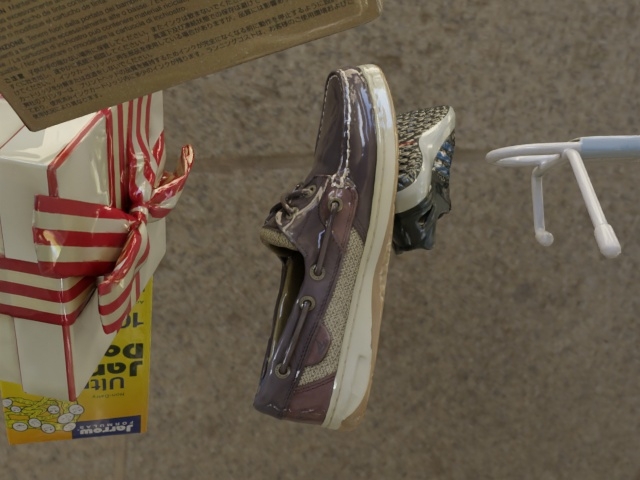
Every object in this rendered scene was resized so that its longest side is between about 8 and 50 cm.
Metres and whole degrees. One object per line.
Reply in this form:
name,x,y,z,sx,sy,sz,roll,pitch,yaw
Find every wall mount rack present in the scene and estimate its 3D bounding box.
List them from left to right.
wall mount rack,0.360,-0.049,1.037,0.350,0.304,0.130,-3,89,0

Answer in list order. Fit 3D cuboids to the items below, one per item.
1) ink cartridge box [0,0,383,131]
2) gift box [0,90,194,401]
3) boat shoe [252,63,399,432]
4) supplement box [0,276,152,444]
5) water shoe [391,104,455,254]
ink cartridge box,-0.106,-0.182,0.535,0.234,0.088,0.193,-14,133,17
gift box,-0.257,-0.044,0.812,0.258,0.255,0.276,11,130,6
boat shoe,0.000,0.000,0.754,0.092,0.103,0.285,6,85,-13
supplement box,-0.330,0.086,1.315,0.194,0.195,0.356,-3,135,-14
water shoe,0.083,-0.057,0.887,0.203,0.073,0.080,-59,136,-56
